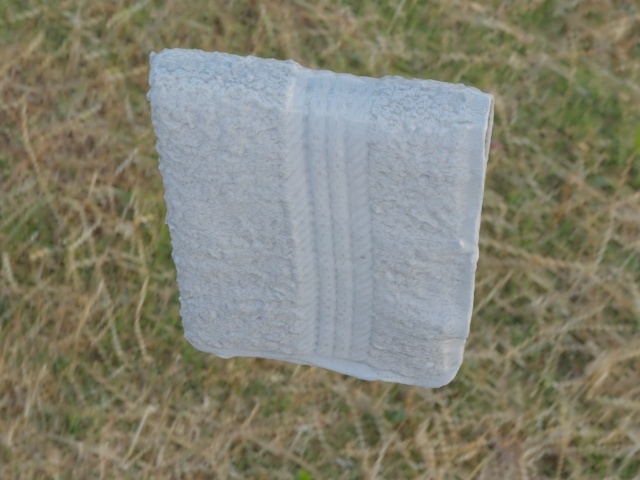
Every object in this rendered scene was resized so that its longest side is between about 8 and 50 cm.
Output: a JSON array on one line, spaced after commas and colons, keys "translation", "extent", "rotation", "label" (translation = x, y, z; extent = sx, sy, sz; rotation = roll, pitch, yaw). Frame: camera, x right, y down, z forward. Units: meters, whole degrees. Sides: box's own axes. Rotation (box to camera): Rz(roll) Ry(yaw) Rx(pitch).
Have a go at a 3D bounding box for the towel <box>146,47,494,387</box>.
[{"translation": [0.000, 0.000, 0.842], "extent": [0.187, 0.282, 0.049], "rotation": [8, 55, 8], "label": "towel"}]
